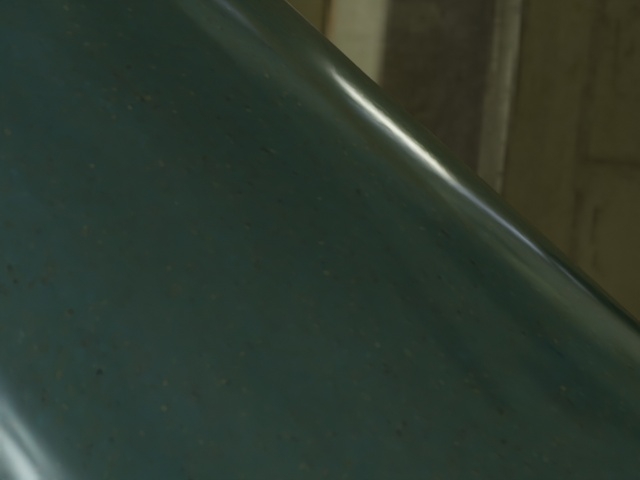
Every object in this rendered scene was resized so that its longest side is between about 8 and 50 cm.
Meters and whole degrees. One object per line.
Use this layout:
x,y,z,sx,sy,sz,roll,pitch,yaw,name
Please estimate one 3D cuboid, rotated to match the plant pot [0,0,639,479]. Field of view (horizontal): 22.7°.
-0.015,0.108,0.490,0.341,0.334,0.341,-38,-14,-12,plant pot
